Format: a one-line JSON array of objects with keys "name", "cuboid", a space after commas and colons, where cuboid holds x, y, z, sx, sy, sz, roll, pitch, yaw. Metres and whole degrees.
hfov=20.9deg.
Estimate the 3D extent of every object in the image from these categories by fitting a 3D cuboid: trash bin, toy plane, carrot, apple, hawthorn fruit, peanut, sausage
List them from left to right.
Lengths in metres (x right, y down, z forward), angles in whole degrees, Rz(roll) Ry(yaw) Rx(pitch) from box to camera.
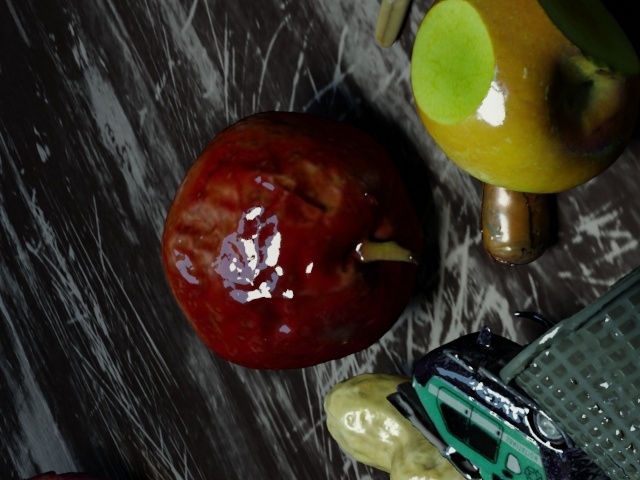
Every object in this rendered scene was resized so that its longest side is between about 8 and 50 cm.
[{"name": "hawthorn fruit", "cuboid": [0.000, 0.000, 1.501, 0.266, 0.210, 0.230, 0, 92, 47]}, {"name": "sausage", "cuboid": [0.067, -0.211, 1.436, 0.024, 0.024, 0.132, 56, 146, 29]}, {"name": "peanut", "cuboid": [0.094, 0.192, 1.522, 0.098, 0.103, 0.229, -52, 50, 4]}, {"name": "carrot", "cuboid": [0.149, -0.060, 1.348, 0.055, 0.055, 0.161, 15, 111, 58]}, {"name": "apple", "cuboid": [0.150, -0.114, 1.212, 0.147, 0.146, 0.163, 47, 124, 52]}, {"name": "toy plane", "cuboid": [0.191, 0.177, 1.294, 0.382, 0.106, 0.155, 34, 130, 29]}, {"name": "trash bin", "cuboid": [0.239, 0.102, 1.175, 0.161, 0.175, 0.175, 53, 148, 10]}]

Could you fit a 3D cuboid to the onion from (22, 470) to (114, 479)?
[{"name": "onion", "cuboid": [-0.295, 0.460, 2.245, 0.348, 0.285, 0.347, 3, 98, 21]}]
